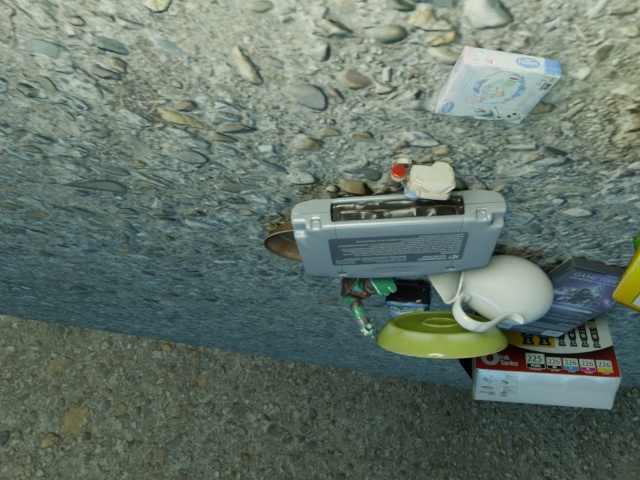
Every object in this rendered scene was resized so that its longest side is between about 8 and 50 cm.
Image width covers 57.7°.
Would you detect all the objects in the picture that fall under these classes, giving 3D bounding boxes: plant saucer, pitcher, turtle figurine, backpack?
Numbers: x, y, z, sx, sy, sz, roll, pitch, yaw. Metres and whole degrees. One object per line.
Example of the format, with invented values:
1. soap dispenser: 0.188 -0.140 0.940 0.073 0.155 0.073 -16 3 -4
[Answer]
1. plant saucer: 0.222 0.167 1.077 0.241 0.037 0.241 -2 -176 0
2. pitcher: 0.309 0.100 1.026 0.207 0.178 0.125 13 132 -17
3. plant saucer: 0.000 0.000 1.022 0.198 0.036 0.198 5 161 2
4. turtle figurine: 0.096 0.094 1.118 0.118 0.175 0.234 25 151 -4
5. backpack: 0.201 0.144 1.326 0.105 0.084 0.114 3 165 14

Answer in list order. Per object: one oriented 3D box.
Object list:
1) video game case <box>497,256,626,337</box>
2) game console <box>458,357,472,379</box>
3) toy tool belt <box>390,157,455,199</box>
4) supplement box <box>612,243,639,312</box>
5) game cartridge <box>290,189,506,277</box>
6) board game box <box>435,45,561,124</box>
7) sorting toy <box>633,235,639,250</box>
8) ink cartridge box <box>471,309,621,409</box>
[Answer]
1. video game case: 0.491 0.124 1.175 0.196 0.026 0.274 11 144 -18
2. game console: 0.538 0.274 1.523 0.361 0.213 0.044 -12 128 -4
3. toy tool belt: 0.129 -0.072 0.747 0.083 0.052 0.051 6 153 0
4. supplement box: 0.406 -0.028 0.480 0.194 0.195 0.356 29 171 24
5. game cartridge: 0.114 -0.002 0.887 0.297 0.062 0.198 -3 158 4
6. board game box: 0.167 -0.146 0.559 0.090 0.020 0.090 6 162 -5
7. sorting toy: 0.568 0.060 0.912 0.127 0.126 0.365 -6 160 30
8. ink cartridge box: 0.529 0.251 1.418 0.309 0.272 0.130 1 131 12
